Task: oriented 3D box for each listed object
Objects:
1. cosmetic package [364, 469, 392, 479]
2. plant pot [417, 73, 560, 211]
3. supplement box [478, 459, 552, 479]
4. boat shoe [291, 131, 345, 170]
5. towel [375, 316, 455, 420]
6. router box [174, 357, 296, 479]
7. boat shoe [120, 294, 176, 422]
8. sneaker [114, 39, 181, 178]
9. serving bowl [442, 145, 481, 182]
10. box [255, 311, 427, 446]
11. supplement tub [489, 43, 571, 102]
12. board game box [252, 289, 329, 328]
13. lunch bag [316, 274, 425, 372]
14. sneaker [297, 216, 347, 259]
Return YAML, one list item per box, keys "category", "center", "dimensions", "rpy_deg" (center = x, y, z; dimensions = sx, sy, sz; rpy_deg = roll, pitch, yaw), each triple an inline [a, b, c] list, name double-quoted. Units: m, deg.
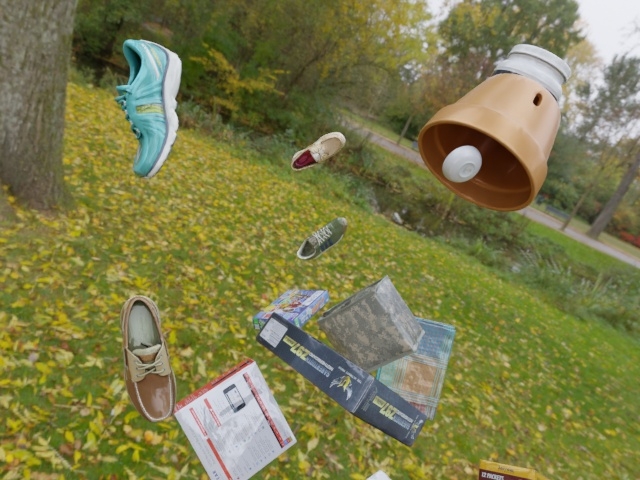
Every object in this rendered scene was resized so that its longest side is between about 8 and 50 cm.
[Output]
- category: "cosmetic package"
  center: [0.151, 0.888, 1.393]
  dimensions: [0.217, 0.156, 0.385]
  rpy_deg: [30, 8, 31]
- category: "plant pot"
  center: [0.400, -0.234, 1.041]
  dimensions: [0.291, 0.203, 0.291]
  rpy_deg: [37, -13, 10]
- category: "supplement box"
  center: [0.472, 0.660, 1.100]
  dimensions: [0.129, 0.194, 0.191]
  rpy_deg: [-7, -34, 38]
- category: "boat shoe"
  center: [-0.009, -0.233, 1.232]
  dimensions: [0.063, 0.170, 0.059]
  rpy_deg: [52, 33, -21]
- category: "towel"
  center: [0.350, 0.474, 1.720]
  dimensions: [0.272, 0.369, 0.040]
  rpy_deg: [14, -3, -7]
- category: "router box"
  center: [-0.286, 0.623, 1.538]
  dimensions: [0.301, 0.335, 0.082]
  rpy_deg: [-28, 9, -24]
- category: "boat shoe"
  center: [-0.445, 0.294, 1.151]
  dimensions: [0.123, 0.323, 0.120]
  rpy_deg: [-14, -10, -23]
- category: "sneaker"
  center: [-0.348, -0.255, 0.888]
  dimensions: [0.107, 0.275, 0.110]
  rpy_deg: [-7, -10, 42]
- category: "serving bowl"
  center: [0.296, -0.152, 0.936]
  dimensions: [0.083, 0.083, 0.027]
  rpy_deg: [15, 34, -28]
- category: "box"
  center: [0.029, 0.212, 0.707]
  dimensions: [0.233, 0.059, 0.183]
  rpy_deg: [23, -15, 46]
- category: "supplement tub"
  center: [0.526, -0.367, 1.247]
  dimensions: [0.191, 0.272, 0.191]
  rpy_deg: [29, 11, -6]
- category: "board game box"
  center: [-0.079, 0.193, 1.284]
  dimensions: [0.136, 0.035, 0.201]
  rpy_deg: [-3, 16, 29]
- category: "lunch bag"
  center: [0.152, 0.291, 1.486]
  dimensions: [0.235, 0.287, 0.169]
  rpy_deg: [56, 29, 1]
- category: "sneaker"
  center: [0.000, 0.000, 1.428]
  dimensions: [0.086, 0.192, 0.064]
  rpy_deg: [-7, 57, -55]
